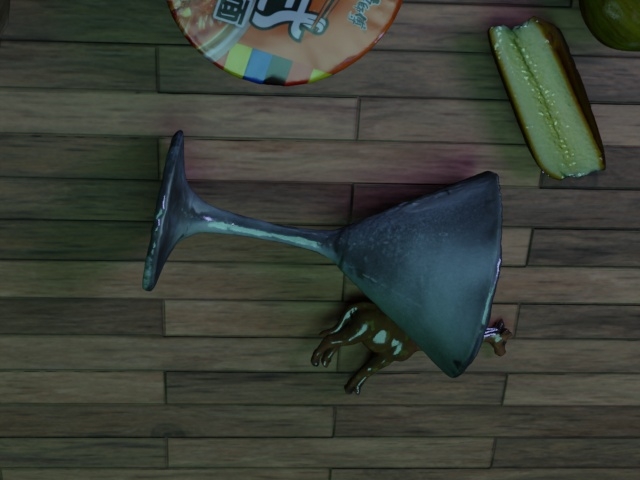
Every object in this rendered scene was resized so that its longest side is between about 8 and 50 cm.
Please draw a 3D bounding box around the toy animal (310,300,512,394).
[{"bbox_3d":[0.127,0.146,1.616,0.229,0.066,0.224,-41,116,14],"label":"toy animal"}]

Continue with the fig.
[{"bbox_3d":[0.320,-0.335,1.306,0.151,0.151,0.259,-40,91,19],"label":"fig"}]

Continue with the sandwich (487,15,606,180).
[{"bbox_3d":[0.273,-0.185,1.409,0.090,0.088,0.244,-19,125,18],"label":"sandwich"}]

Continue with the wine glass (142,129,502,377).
[{"bbox_3d":[0.000,0.000,1.413,0.406,0.267,0.267,12,120,-7],"label":"wine glass"}]

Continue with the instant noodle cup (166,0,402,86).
[{"bbox_3d":[-0.043,-0.317,1.238,0.250,0.192,0.250,-2,122,-3],"label":"instant noodle cup"}]

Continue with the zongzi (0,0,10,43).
[{"bbox_3d":[-0.517,-0.341,1.080,0.500,0.218,0.467,26,123,14],"label":"zongzi"}]
